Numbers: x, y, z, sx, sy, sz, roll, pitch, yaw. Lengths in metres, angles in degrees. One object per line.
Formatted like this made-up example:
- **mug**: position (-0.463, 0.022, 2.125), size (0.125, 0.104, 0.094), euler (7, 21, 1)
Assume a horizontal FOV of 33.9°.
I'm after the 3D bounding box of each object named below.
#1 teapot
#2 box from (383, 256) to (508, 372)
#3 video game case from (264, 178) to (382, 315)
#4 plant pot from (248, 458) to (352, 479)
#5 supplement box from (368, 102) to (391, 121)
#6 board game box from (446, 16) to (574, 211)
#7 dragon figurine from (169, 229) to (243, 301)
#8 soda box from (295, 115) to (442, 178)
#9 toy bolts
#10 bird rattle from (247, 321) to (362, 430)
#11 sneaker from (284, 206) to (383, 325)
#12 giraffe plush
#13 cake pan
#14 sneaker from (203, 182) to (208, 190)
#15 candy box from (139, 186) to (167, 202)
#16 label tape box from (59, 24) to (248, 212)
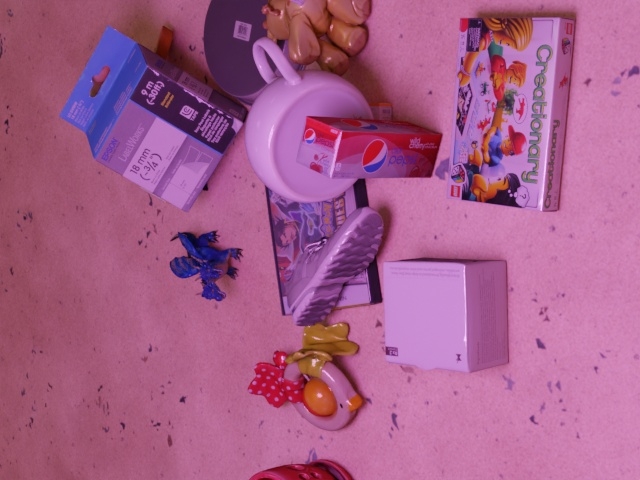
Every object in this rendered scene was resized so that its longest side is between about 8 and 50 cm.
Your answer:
- **teapot**: position (-0.040, -0.201, 1.885), size (0.187, 0.252, 0.256), euler (36, 106, 53)
- **box**: position (0.212, 0.122, 1.787), size (0.181, 0.119, 0.182), euler (1, 94, 44)
- **video game case**: position (0.000, 0.000, 2.043), size (0.248, 0.035, 0.275), euler (-11, 86, 45)
- **plant pot**: position (-0.033, 0.520, 2.021), size (0.191, 0.174, 0.191), euler (4, 96, 43)
- **supplement box**: position (0.097, -0.203, 1.929), size (0.062, 0.036, 0.098), euler (6, 98, 44)
- **board game box**: position (0.306, -0.208, 1.713), size (0.193, 0.053, 0.305), euler (10, 100, 43)
- **dragon figurine**: position (-0.265, 0.032, 2.228), size (0.289, 0.144, 0.085), euler (35, 116, 37)
- **soda box**: position (0.087, -0.157, 1.784), size (0.092, 0.263, 0.083), euler (27, 111, 39)
- **toy bolts**: position (-0.434, -0.369, 2.316), size (0.228, 0.158, 0.218), euler (124, 159, -54)
- **bird rattle**: position (-0.024, 0.283, 2.034), size (0.207, 0.143, 0.253), euler (51, 130, 9)
- **sneaker**: position (0.007, 0.031, 1.941), size (0.281, 0.105, 0.115), euler (-52, 52, 29)
- **giraffe plush**: position (-0.035, -0.408, 1.954), size (0.181, 0.210, 0.170), euler (-58, 28, -9)
- **cake pan**: position (-0.138, -0.418, 2.131), size (0.293, 0.054, 0.293), euler (4, 96, 44)
- **sneaker**: position (-0.275, -0.197, 2.288), size (0.089, 0.051, 0.170), euler (26, 116, 40)
- **candy box**: position (-0.356, -0.198, 2.380), size (0.105, 0.027, 0.206), euler (28, 112, 37)
- **label tape box**: position (-0.354, -0.246, 2.163), size (0.333, 0.106, 0.241), euler (30, 113, -11)
